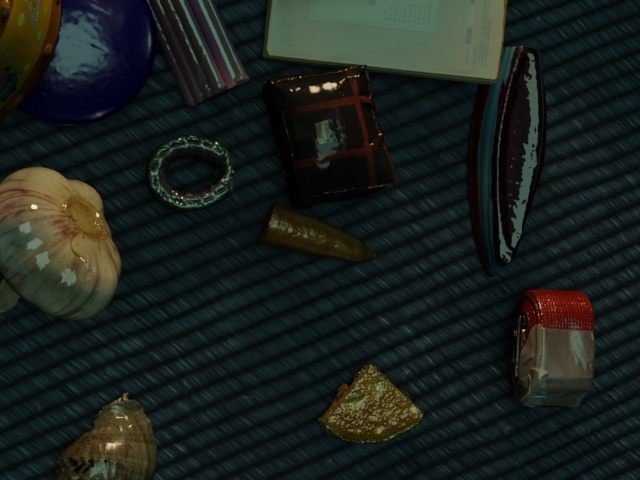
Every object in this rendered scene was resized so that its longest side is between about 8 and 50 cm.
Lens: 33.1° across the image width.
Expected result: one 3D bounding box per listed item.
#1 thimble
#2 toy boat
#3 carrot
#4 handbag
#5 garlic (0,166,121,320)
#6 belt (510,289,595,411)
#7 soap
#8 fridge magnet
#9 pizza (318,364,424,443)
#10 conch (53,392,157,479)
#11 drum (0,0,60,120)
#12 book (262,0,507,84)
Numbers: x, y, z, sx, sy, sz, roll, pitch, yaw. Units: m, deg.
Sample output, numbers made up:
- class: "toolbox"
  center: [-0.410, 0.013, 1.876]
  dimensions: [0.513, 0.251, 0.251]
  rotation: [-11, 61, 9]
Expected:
- class: "thimble"
  center: [-0.206, -0.105, 1.692]
  dimensions: [0.135, 0.090, 0.118]
  rotation: [-9, 94, -12]
- class: "toy boat"
  center: [0.319, -0.133, 1.818]
  dimensions: [0.136, 0.079, 0.392]
  rotation: [7, 87, -11]
- class: "carrot"
  center: [0.000, 0.000, 1.758]
  dimensions: [0.205, 0.072, 0.072]
  rotation: [19, 87, -18]
- class: "handbag"
  center: [0.016, -0.167, 1.705]
  dimensions: [0.169, 0.155, 0.215]
  rotation: [-15, 93, -15]
- class: "garlic"
  center: [-0.427, 0.032, 1.606]
  dimensions: [0.253, 0.245, 0.245]
  rotation: [-38, 100, 23]
- class: "belt"
  center: [0.378, 0.182, 1.806]
  dimensions: [0.124, 0.128, 0.201]
  rotation: [4, 87, -11]
- class: "soap"
  center: [-0.198, -0.316, 1.669]
  dimensions: [0.065, 0.122, 0.203]
  rotation: [-29, 100, -31]
- class: "fridge magnet"
  center: [-0.383, -0.307, 1.638]
  dimensions: [0.265, 0.112, 0.265]
  rotation: [0, 91, -12]
- class: "pizza"
  center: [0.086, 0.271, 1.787]
  dimensions: [0.175, 0.046, 0.134]
  rotation: [7, 91, -12]
- class: "conch"
  center: [-0.328, 0.345, 1.689]
  dimensions: [0.155, 0.130, 0.207]
  rotation: [44, 56, -42]
- class: "drum"
  center: [-0.588, -0.347, 1.486]
  dimensions: [0.431, 0.214, 0.431]
  rotation: [0, 87, 6]
- class: "book"
  center: [0.110, -0.404, 1.743]
  dimensions: [0.389, 0.032, 0.269]
  rotation: [8, 89, 0]
